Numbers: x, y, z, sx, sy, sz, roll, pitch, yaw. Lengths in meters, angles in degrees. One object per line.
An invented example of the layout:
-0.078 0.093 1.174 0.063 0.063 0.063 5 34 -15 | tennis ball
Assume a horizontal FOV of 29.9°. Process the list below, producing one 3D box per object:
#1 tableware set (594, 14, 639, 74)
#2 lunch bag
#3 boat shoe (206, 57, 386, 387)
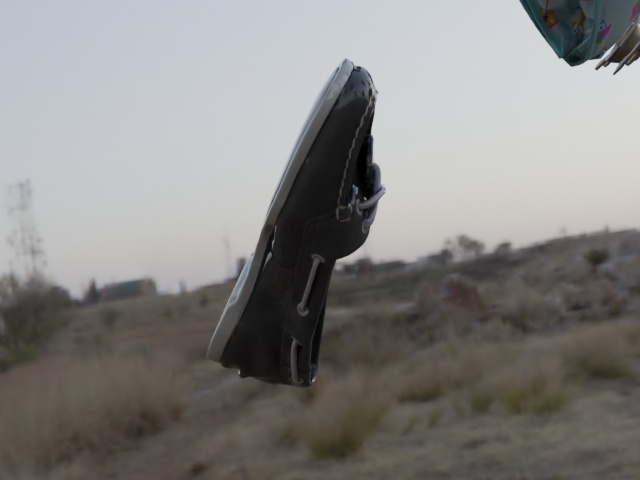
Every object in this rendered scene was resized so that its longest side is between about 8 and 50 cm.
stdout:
0.296 -0.211 1.041 0.020 0.169 0.141 33 -2 3 | tableware set
0.355 -0.375 1.493 0.223 0.262 0.160 -36 34 -30 | lunch bag
0.000 0.000 0.922 0.095 0.112 0.335 24 -44 -2 | boat shoe
